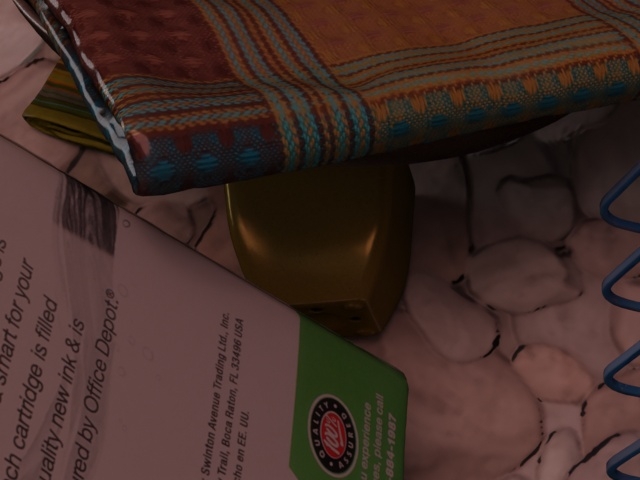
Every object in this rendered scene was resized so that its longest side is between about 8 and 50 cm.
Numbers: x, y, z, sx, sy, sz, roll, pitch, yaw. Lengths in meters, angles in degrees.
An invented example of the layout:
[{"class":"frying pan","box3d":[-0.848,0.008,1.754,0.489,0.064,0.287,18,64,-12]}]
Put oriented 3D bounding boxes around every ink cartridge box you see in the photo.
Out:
[{"class":"ink cartridge box","box3d":[-0.112,0.093,0.479,0.121,0.289,0.211,-28,42,38]}]

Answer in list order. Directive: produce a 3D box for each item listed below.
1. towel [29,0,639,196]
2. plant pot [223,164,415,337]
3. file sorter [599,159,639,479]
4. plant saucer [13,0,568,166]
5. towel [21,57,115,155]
[{"class":"towel","box3d":[0.054,-0.136,0.619,0.370,0.040,0.271,-12,41,-22]},{"class":"plant pot","box3d":[0.000,0.000,0.649,0.081,0.081,0.083,-4,66,10]},{"class":"file sorter","box3d":[0.174,0.045,0.542,0.104,0.118,0.170,12,61,-14]},{"class":"plant saucer","box3d":[0.004,-0.123,0.664,0.310,0.050,0.311,4,39,-4]},{"class":"towel","box3d":[-0.068,-0.147,0.777,0.102,0.021,0.237,17,66,19]}]
